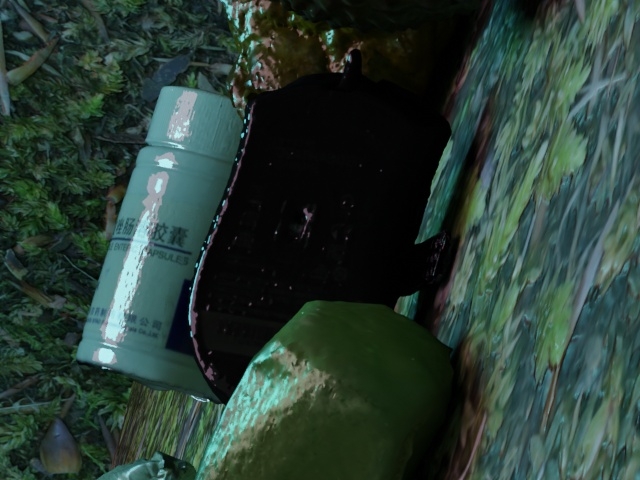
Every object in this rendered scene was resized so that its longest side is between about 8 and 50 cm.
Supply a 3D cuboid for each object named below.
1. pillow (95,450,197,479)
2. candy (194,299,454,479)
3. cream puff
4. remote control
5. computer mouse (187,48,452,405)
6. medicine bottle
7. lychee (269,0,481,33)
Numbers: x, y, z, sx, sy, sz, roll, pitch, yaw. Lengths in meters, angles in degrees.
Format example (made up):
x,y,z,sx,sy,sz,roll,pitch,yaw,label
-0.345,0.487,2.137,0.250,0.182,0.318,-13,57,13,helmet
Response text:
x,y,z,sx,sy,sz,roll,pitch,yaw,label
-0.215,0.373,2.038,0.310,0.138,0.283,148,138,-74,pillow
-0.024,0.199,1.161,0.142,0.132,0.344,-7,-53,-50,candy
0.021,-0.167,1.497,0.244,0.196,0.244,-40,14,12,cream puff
0.071,0.018,1.257,0.096,0.014,0.039,144,144,-76,remote control
0.000,0.000,1.280,0.088,0.147,0.264,37,-113,-66,computer mouse
-0.135,0.004,2.096,0.190,0.190,0.332,152,134,-79,medicine bottle
0.044,-0.256,1.259,0.274,0.255,0.255,58,140,35,lychee
